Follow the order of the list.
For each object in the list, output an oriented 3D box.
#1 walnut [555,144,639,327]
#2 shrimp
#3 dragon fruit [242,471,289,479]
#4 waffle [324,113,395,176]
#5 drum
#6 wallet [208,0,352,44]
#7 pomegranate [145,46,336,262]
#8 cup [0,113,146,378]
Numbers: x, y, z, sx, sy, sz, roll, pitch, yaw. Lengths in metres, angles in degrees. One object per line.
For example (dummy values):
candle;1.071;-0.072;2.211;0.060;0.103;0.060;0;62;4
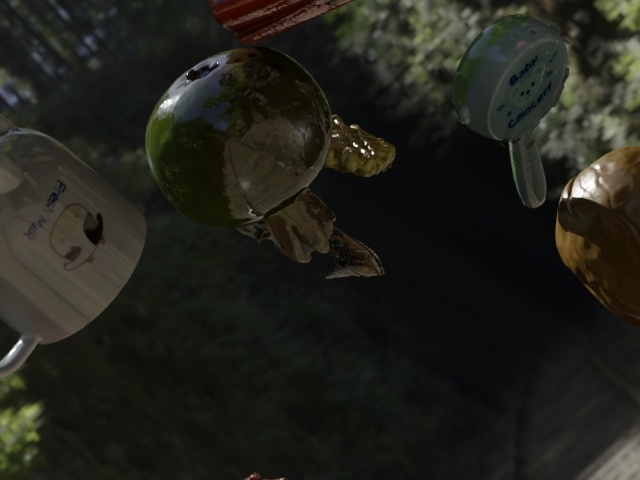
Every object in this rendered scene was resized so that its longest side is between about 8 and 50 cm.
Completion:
walnut;0.301;-0.008;1.450;0.087;0.211;0.167;11;-61;-43
shrimp;-0.004;0.007;2.140;0.075;0.178;0.289;-60;-28;2
dragon fruit;-0.075;0.433;1.942;0.241;0.241;0.252;124;170;-66
waffle;0.027;-0.131;2.097;0.194;0.149;0.051;-37;-34;-68
drum;0.174;-0.100;1.398;0.130;0.049;0.253;-34;-36;-27
wallet;0.003;-0.248;1.428;0.204;0.045;0.142;-22;-3;11
pomegranate;-0.074;-0.073;1.393;0.179;0.210;0.179;-8;7;1
cup;-0.241;0.000;1.120;0.173;0.142;0.134;-47;34;0
